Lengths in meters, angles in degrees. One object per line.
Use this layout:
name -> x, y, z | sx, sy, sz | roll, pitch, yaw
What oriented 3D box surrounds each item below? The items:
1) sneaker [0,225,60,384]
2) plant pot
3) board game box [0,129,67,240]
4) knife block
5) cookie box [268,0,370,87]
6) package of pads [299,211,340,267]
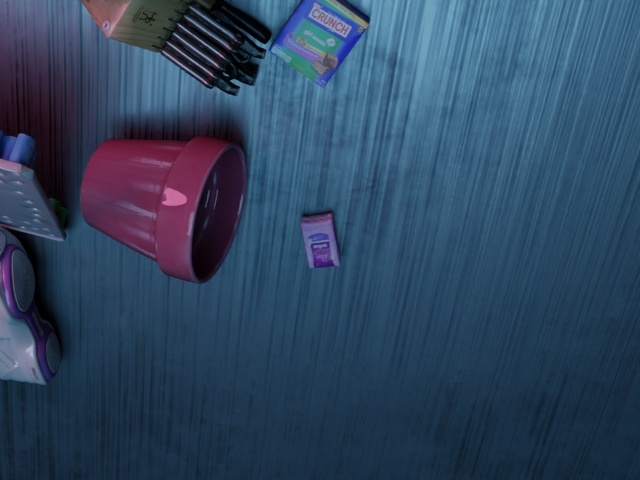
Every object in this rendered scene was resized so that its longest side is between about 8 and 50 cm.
sneaker -> -0.502, 0.108, 1.347 | 0.152, 0.114, 0.305 | -1, 126, 6
plant pot -> -0.220, -0.058, 1.225 | 0.180, 0.201, 0.201 | 15, 119, 11
board game box -> -0.530, -0.105, 1.129 | 0.390, 0.390, 0.050 | 15, 77, -7
knife block -> -0.192, -0.308, 1.152 | 0.088, 0.242, 0.275 | -50, 61, 23
cookie box -> -0.001, -0.273, 1.176 | 0.092, 0.040, 0.107 | 32, 114, -14
package of pads -> 0.000, 0.000, 1.328 | 0.050, 0.032, 0.083 | -6, 118, 8
